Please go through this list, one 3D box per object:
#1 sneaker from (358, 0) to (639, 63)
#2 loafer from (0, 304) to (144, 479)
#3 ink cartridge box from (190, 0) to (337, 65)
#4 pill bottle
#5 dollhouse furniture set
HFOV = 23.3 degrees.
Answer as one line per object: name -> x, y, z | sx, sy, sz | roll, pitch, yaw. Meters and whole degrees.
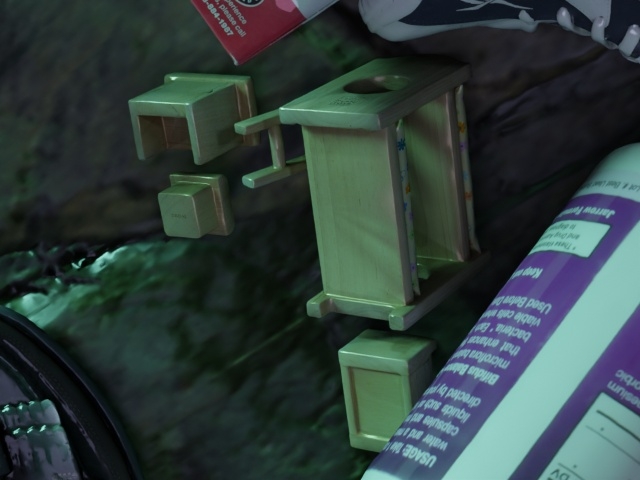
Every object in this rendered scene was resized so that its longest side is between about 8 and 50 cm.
sneaker -> 0.147, -0.100, 0.738 | 0.235, 0.094, 0.153 | -20, 98, 6
loafer -> -0.153, 0.183, 0.900 | 0.109, 0.095, 0.302 | -17, 107, 15
ink cartridge box -> 0.007, -0.190, 0.709 | 0.176, 0.127, 0.128 | -31, 102, 20
pill bottle -> 0.120, 0.115, 0.716 | 0.169, 0.169, 0.301 | 41, 76, -7
dollhouse furniture set -> 0.000, 0.000, 0.825 | 0.161, 0.101, 0.182 | 7, 115, 34
